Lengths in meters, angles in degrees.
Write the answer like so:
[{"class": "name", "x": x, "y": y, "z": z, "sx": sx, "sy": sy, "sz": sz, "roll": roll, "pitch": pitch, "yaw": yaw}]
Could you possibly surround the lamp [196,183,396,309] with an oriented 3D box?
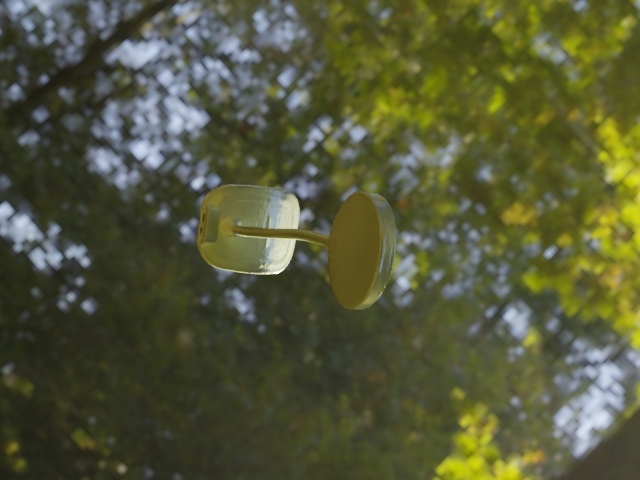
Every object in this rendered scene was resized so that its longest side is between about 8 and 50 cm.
[{"class": "lamp", "x": 0.000, "y": 0.000, "z": 0.847, "sx": 0.056, "sy": 0.050, "sz": 0.198, "roll": 8, "pitch": 2, "yaw": -24}]
